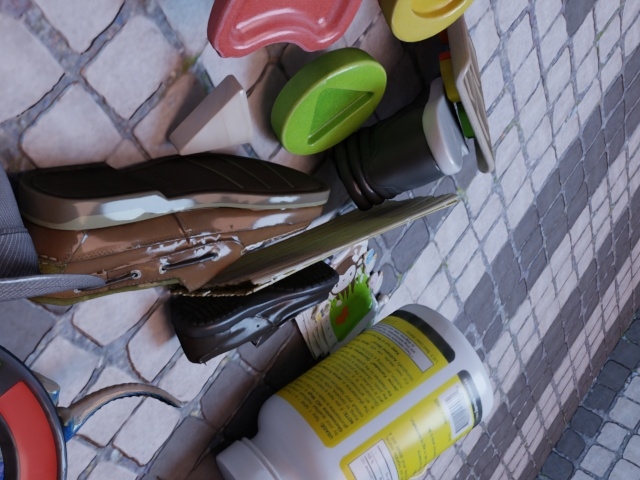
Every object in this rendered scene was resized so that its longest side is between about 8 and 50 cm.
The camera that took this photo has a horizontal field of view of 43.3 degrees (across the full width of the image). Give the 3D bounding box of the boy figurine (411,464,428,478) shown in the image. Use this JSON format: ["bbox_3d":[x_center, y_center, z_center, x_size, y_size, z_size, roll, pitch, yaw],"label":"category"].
[{"bbox_3d":[0.091,0.321,1.279,0.177,0.092,0.285,-57,144,-13],"label":"boy figurine"}]

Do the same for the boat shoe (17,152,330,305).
[{"bbox_3d":[-0.126,-0.013,0.730,0.307,0.110,0.104,-6,116,-39],"label":"boat shoe"}]

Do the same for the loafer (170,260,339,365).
[{"bbox_3d":[-0.073,0.073,0.896,0.220,0.080,0.078,-18,133,-38],"label":"loafer"}]

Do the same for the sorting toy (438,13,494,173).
[{"bbox_3d":[0.170,-0.209,0.976,0.208,0.038,0.193,58,26,-55],"label":"sorting toy"}]

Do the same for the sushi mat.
[{"bbox_3d":[0.000,0.000,0.866,0.316,0.151,0.019,-22,103,-41],"label":"sushi mat"}]

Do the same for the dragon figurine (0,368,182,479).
[{"bbox_3d":[-0.268,0.198,0.695,0.289,0.085,0.144,-10,123,-46],"label":"dragon figurine"}]

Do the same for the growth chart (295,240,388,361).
[{"bbox_3d":[0.023,0.071,1.069,0.172,0.021,0.237,-52,146,-18],"label":"growth chart"}]

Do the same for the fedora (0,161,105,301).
[{"bbox_3d":[-0.274,-0.010,0.464,0.275,0.243,0.124,-11,92,-45],"label":"fedora"}]

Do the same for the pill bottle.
[{"bbox_3d":[0.042,0.240,1.039,0.334,0.188,0.188,-31,138,-20],"label":"pill bottle"}]

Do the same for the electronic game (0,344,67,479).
[{"bbox_3d":[-0.299,0.168,0.571,0.229,0.048,0.229,-1,95,-17],"label":"electronic game"}]

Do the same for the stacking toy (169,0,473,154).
[{"bbox_3d":[-0.020,-0.222,0.768,0.309,0.130,0.279,-10,147,-48],"label":"stacking toy"}]

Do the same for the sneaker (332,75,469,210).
[{"bbox_3d":[0.095,-0.119,0.975,0.104,0.147,0.296,67,18,-11],"label":"sneaker"}]
